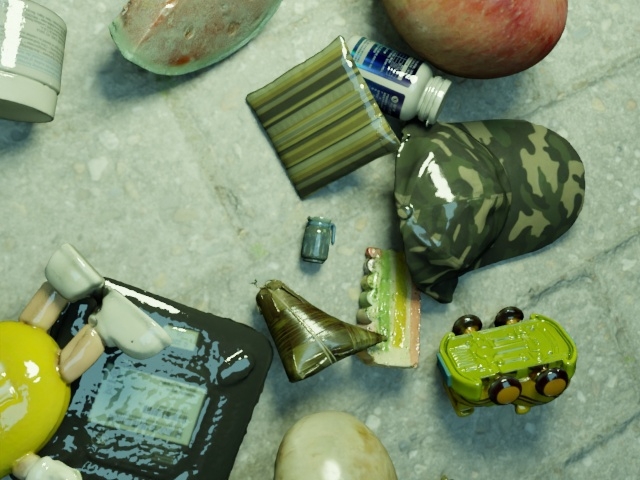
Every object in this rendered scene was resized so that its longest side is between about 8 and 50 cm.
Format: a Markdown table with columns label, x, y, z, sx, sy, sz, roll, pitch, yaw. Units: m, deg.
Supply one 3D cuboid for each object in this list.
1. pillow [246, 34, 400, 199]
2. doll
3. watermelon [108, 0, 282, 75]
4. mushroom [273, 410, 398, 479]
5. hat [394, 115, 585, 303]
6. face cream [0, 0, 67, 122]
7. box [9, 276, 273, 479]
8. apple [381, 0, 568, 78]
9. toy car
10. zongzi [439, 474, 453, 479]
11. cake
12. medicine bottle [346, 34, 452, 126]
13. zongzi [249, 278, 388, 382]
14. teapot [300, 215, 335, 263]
| label | x | y | z | sx | sy | sz | roll | pitch | yaw |
| --- | --- | --- | --- | --- | --- | --- | --- | --- | --- |
| pillow | 0.001 | -0.205 | 1.138 | 0.208 | 0.052 | 0.212 | -25 | 100 | 25 |
| doll | -0.414 | 0.207 | 0.925 | 0.348 | 0.161 | 0.423 | 14 | 73 | 12 |
| watermelon | -0.206 | -0.403 | 1.045 | 0.318 | 0.226 | 0.148 | -36 | 73 | -24 |
| mushroom | -0.018 | 0.426 | 1.071 | 0.290 | 0.297 | 0.298 | -8 | 93 | 12 |
| hat | 0.318 | -0.084 | 1.202 | 0.381 | 0.257 | 0.366 | -12 | 96 | 4 |
| face cream | -0.474 | -0.268 | 0.977 | 0.177 | 0.177 | 0.153 | 7 | 86 | -16 |
| box | -0.287 | 0.264 | 1.078 | 0.359 | 0.091 | 0.350 | 21 | 85 | -17 |
| apple | 0.242 | -0.428 | 1.123 | 0.344 | 0.269 | 0.345 | 13 | 70 | -41 |
| toy car | 0.340 | 0.238 | 1.218 | 0.247 | 0.200 | 0.142 | -9 | 123 | -3 |
| zongzi | 0.101 | 0.548 | 1.183 | 0.260 | 0.123 | 0.289 | 16 | 76 | -13 |
| cake | 0.122 | 0.127 | 1.222 | 0.109 | 0.090 | 0.225 | 10 | 69 | -14 |
| medicine bottle | 0.124 | -0.275 | 1.154 | 0.191 | 0.107 | 0.107 | 25 | 83 | 9 |
| zongzi | -0.004 | 0.125 | 1.134 | 0.184 | 0.084 | 0.187 | -22 | 74 | -12 |
| teapot | 0.001 | 0.000 | 1.180 | 0.063 | 0.049 | 0.083 | 11 | 87 | -16 |
